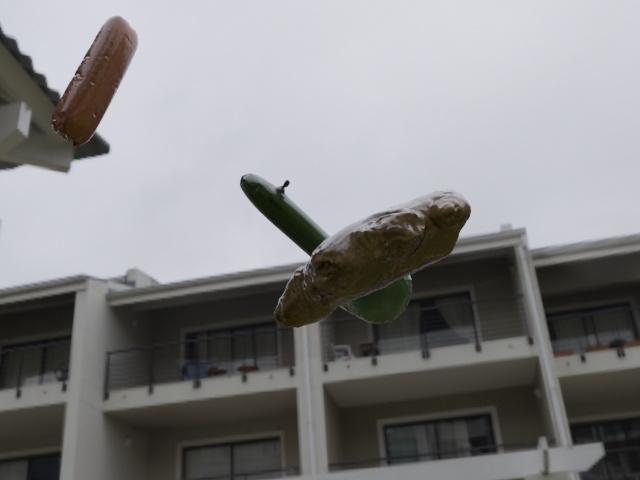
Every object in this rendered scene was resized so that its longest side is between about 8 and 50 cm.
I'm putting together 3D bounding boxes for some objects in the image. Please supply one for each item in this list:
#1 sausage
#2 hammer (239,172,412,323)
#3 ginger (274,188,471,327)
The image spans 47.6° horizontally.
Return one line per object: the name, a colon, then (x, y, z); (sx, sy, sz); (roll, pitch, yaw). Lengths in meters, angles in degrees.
sausage: (-0.434, -0.311, 1.412); (0.086, 0.289, 0.086); (14, -26, 7)
hammer: (0.000, 0.000, 1.204); (0.335, 0.119, 0.206); (43, -8, -13)
ginger: (0.047, 0.015, 0.719); (0.213, 0.074, 0.137); (-22, -24, -8)
